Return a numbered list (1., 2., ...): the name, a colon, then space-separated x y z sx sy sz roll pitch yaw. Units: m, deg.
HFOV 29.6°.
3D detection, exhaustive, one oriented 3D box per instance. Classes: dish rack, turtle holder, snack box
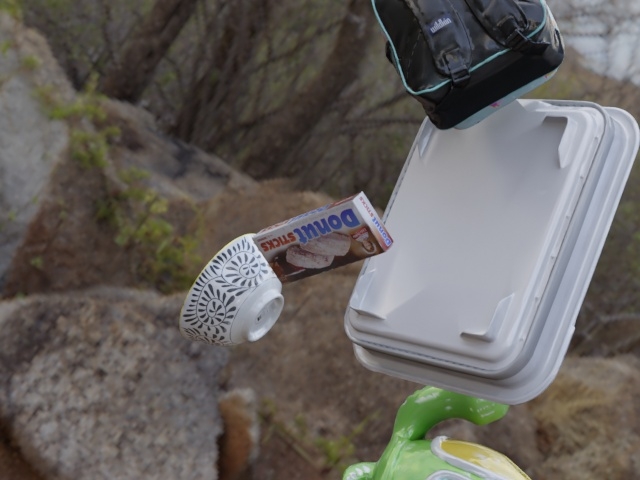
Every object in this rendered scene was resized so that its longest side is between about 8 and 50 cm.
1. dish rack: 0.160 -0.011 1.273 0.285 0.333 0.072 9 -19 48
2. turtle holder: 0.172 0.343 1.492 0.243 0.227 0.320 62 33 -41
3. snack box: 0.000 0.000 1.272 0.022 0.178 0.064 -41 104 -38

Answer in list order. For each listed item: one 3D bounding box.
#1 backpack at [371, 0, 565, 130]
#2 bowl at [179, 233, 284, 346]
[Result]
1. backpack: 0.146 -0.221 1.244 0.144 0.165 0.188 37 24 -60
2. bowl: -0.102 0.083 1.612 0.080 0.170 0.170 35 21 20
